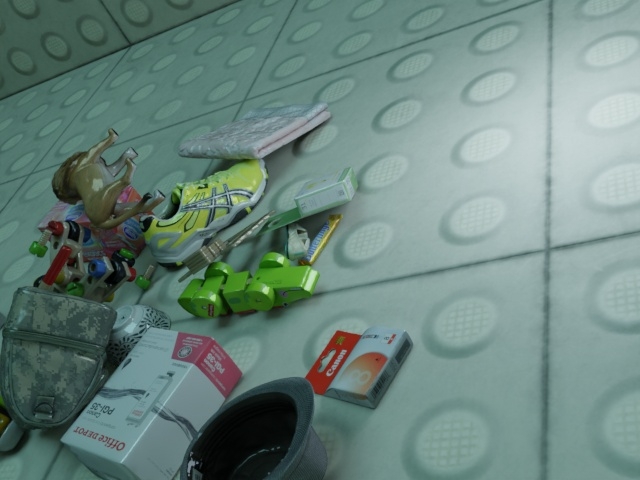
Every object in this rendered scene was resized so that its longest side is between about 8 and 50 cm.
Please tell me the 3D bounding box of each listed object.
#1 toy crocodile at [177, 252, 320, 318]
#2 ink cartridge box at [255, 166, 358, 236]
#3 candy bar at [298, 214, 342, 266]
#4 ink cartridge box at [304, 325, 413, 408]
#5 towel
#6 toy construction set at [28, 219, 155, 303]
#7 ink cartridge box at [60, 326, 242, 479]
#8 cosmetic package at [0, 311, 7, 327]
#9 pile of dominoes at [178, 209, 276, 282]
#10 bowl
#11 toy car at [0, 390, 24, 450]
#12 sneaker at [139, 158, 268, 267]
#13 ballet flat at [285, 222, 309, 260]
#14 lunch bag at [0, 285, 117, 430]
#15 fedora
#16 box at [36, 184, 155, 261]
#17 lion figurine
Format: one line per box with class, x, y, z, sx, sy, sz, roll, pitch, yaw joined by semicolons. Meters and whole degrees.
toy crocodile;-0.157;0.108;1.628;0.341;0.105;0.115;-9;39;24
ink cartridge box;-0.036;-0.090;1.756;0.235;0.056;0.171;-18;13;13
candy bar;0.000;0.000;1.702;0.040;0.018;0.161;0;44;40
ink cartridge box;0.054;0.209;1.358;0.179;0.045;0.145;7;48;41
towel;-0.184;-0.302;2.145;0.332;0.053;0.317;5;32;44
toy construction set;-0.589;0.104;1.793;0.237;0.257;0.309;-58;-7;4
ink cartridge box;-0.314;0.314;1.455;0.207;0.117;0.283;2;46;41
cosmetic package;-1.004;0.231;2.156;0.238;0.107;0.127;-4;42;40
pile of dominoes;-0.214;-0.004;1.742;0.196;0.040;0.251;-32;8;29
bowl;-0.430;0.198;1.741;0.170;0.080;0.170;-22;33;15
toy car;-0.714;0.378;1.706;0.136;0.159;0.182;-51;9;52
sneaker;-0.285;-0.101;1.953;0.384;0.147;0.145;-46;33;-24
ballet flat;-0.049;0.001;1.705;0.052;0.057;0.168;-10;25;2
lunch bag;-0.545;0.252;1.564;0.305;0.213;0.256;151;133;-63
fedora;-0.087;0.347;1.216;0.275;0.124;0.243;-28;30;23
box;-0.616;-0.043;2.146;0.300;0.154;0.142;-4;42;35
lion figurine;-0.552;-0.127;1.944;0.240;0.142;0.392;-42;38;1
